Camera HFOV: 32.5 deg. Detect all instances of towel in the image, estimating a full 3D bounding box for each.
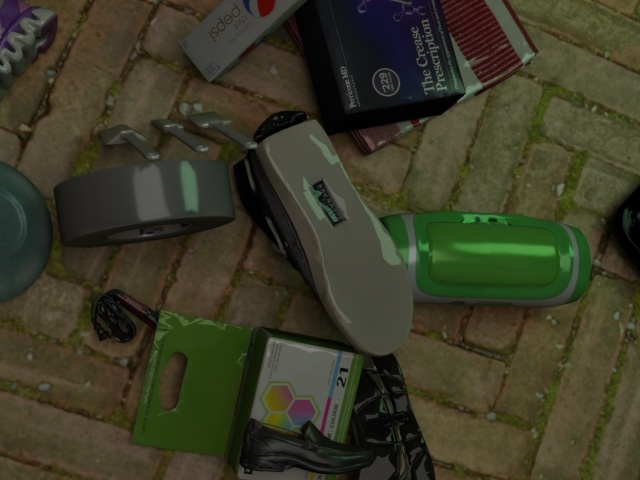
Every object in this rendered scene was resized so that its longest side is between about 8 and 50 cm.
[{"bbox_3d":[0.137,-0.296,1.612,0.329,0.037,0.237,-30,89,-19],"label":"towel"}]

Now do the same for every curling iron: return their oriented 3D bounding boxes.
[{"bbox_3d":[-0.183,0.147,1.456,0.274,0.035,0.068,29,96,-15],"label":"curling iron"}]

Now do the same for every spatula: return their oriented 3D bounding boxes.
[{"bbox_3d":[-0.182,-0.131,1.396,0.168,0.242,0.019,-8,109,-19],"label":"spatula"}]

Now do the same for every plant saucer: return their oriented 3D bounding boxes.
[{"bbox_3d":[-0.426,-0.017,1.380,0.195,0.037,0.195,7,77,-31],"label":"plant saucer"}]

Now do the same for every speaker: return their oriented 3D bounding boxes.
[{"bbox_3d":[0.221,0.028,1.539,0.297,0.131,0.131,3,81,-15],"label":"speaker"}]

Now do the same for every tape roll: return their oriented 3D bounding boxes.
[{"bbox_3d":[-0.219,-0.044,1.375,0.219,0.219,0.072,-9,86,-17],"label":"tape roll"}]

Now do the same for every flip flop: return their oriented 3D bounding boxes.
[{"bbox_3d":[0.081,0.274,1.493,0.112,0.080,0.277,-9,69,-12],"label":"flip flop"}]

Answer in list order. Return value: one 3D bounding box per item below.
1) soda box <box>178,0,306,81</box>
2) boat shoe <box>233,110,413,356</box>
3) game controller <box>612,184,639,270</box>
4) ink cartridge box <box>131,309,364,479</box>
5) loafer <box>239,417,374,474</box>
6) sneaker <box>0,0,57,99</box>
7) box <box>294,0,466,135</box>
[{"bbox_3d":[-0.087,-0.305,1.458,0.069,0.216,0.074,52,32,-4],"label":"soda box"},{"bbox_3d":[0.000,0.000,1.464,0.127,0.158,0.340,-23,89,-24],"label":"boat shoe"},{"bbox_3d":[0.579,0.043,1.669,0.166,0.067,0.319,-41,95,-17],"label":"game controller"},{"bbox_3d":[-0.095,0.207,1.414,0.255,0.097,0.188,12,91,-17],"label":"ink cartridge box"},{"bbox_3d":[-0.014,0.254,1.360,0.170,0.062,0.061,5,88,-17],"label":"loafer"},{"bbox_3d":[-0.447,-0.231,1.411,0.104,0.095,0.236,36,69,-1],"label":"sneaker"},{"bbox_3d":[0.071,-0.296,1.522,0.184,0.103,0.261,-13,82,-16],"label":"box"}]
